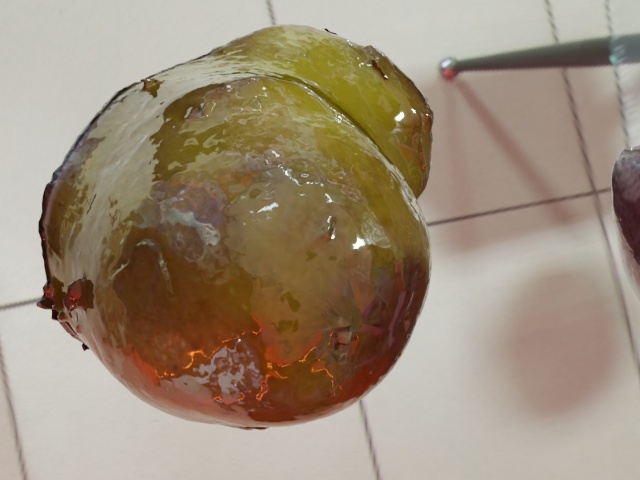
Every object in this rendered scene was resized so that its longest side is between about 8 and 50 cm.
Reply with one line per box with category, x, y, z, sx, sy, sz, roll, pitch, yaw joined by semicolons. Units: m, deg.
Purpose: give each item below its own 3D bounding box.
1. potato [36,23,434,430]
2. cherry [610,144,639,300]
potato;0.000;0.000;0.932;0.397;0.296;0.290;-22;114;-34
cherry;0.236;0.000;0.790;0.148;0.188;0.115;27;90;-10
